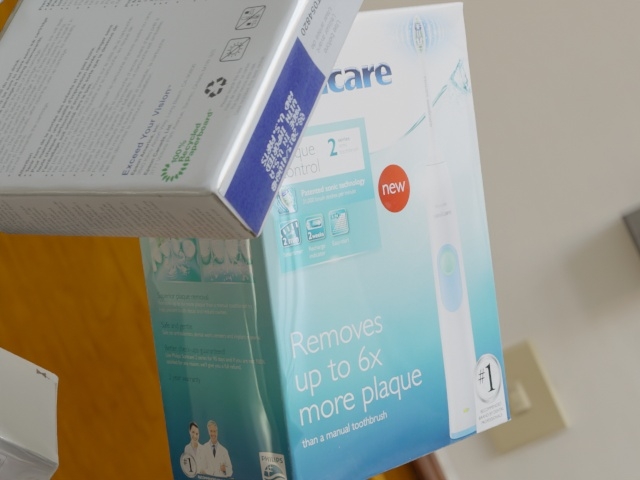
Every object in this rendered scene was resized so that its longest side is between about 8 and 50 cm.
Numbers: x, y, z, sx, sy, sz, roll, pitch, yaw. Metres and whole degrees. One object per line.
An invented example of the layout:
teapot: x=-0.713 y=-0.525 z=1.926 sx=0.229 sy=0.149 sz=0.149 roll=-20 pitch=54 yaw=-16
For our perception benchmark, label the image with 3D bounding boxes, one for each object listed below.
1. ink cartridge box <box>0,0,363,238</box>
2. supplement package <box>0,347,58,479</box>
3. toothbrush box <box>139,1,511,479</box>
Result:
ink cartridge box: x=-0.087 y=-0.102 z=0.763 sx=0.224 sy=0.045 sz=0.223 roll=4 pitch=58 yaw=35
supplement package: x=-0.304 y=0.192 z=1.111 sx=0.244 sy=0.134 sz=0.139 roll=-56 pitch=20 yaw=14
toothbrush box: x=0.000 y=0.000 z=1.028 sx=0.126 sy=0.295 sz=0.216 roll=-2 pitch=8 yaw=45
